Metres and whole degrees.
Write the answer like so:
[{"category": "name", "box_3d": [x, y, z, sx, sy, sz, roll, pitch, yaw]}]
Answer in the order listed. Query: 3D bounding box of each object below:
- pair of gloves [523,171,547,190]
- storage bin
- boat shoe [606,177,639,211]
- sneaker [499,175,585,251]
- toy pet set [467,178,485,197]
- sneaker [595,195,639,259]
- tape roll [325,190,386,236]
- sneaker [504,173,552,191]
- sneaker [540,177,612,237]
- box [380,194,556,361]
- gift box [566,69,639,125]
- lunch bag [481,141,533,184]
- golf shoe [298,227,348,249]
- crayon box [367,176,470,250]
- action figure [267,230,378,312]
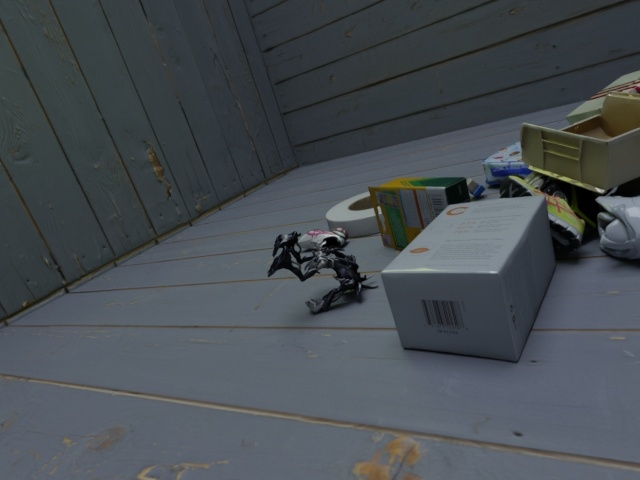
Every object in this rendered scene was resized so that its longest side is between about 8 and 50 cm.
[{"category": "pair of gloves", "box_3d": [0.497, -0.100, 1.159, 0.204, 0.042, 0.240, -35, -11, -46]}, {"category": "storage bin", "box_3d": [0.655, -0.239, 1.015, 0.262, 0.123, 0.260, -22, 29, -10]}, {"category": "boat shoe", "box_3d": [0.761, -0.102, 1.059, 0.227, 0.069, 0.081, -28, 21, -28]}, {"category": "sneaker", "box_3d": [0.487, -0.070, 0.963, 0.094, 0.208, 0.081, -37, -13, -29]}, {"category": "toy pet set", "box_3d": [0.516, -0.158, 1.548, 0.114, 0.065, 0.122, -51, 7, 14]}, {"category": "sneaker", "box_3d": [0.698, -0.072, 0.909, 0.210, 0.137, 0.366, -3, 25, 35]}, {"category": "tape roll", "box_3d": [0.213, -0.120, 1.679, 0.392, 0.072, 0.392, -17, 16, 5]}, {"category": "sneaker", "box_3d": [0.691, -0.183, 1.420, 0.082, 0.069, 0.209, 5, -2, -27]}, {"category": "sneaker", "box_3d": [0.604, -0.078, 1.100, 0.384, 0.145, 0.147, -34, -12, -27]}, {"category": "box", "box_3d": [0.306, 0.055, 0.863, 0.215, 0.168, 0.345, -3, 23, 40]}, {"category": "gift box", "box_3d": [0.922, -0.336, 1.284, 0.276, 0.255, 0.258, -41, 7, 4]}, {"category": "lunch bag", "box_3d": [0.737, -0.271, 1.550, 0.243, 0.115, 0.303, -32, 22, -33]}, {"category": "golf shoe", "box_3d": [0.000, 0.000, 1.524, 0.186, 0.068, 0.086, -10, 20, 25]}, {"category": "crayon box", "box_3d": [0.277, -0.068, 1.217, 0.083, 0.203, 0.323, -25, 18, -24]}, {"category": "action figure", "box_3d": [0.003, 0.082, 1.103, 0.141, 0.275, 0.164, -50, 27, 33]}]
